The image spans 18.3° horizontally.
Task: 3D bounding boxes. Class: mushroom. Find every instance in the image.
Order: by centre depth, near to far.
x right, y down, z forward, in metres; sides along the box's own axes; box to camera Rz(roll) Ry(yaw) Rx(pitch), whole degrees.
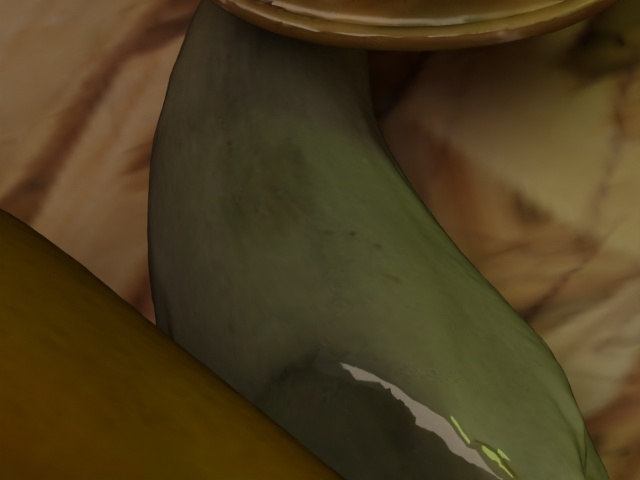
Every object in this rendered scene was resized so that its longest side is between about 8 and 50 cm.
[{"bbox_3d":[0.000,0.000,0.617,0.118,0.103,0.270,-24,62,8],"label":"mushroom"}]

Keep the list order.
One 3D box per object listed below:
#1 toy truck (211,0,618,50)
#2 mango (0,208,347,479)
[{"bbox_3d":[0.028,-0.224,0.587,0.204,0.212,0.288,-1,57,3],"label":"toy truck"},{"bbox_3d":[-0.122,0.121,0.520,0.445,0.232,0.300,16,115,32],"label":"mango"}]
